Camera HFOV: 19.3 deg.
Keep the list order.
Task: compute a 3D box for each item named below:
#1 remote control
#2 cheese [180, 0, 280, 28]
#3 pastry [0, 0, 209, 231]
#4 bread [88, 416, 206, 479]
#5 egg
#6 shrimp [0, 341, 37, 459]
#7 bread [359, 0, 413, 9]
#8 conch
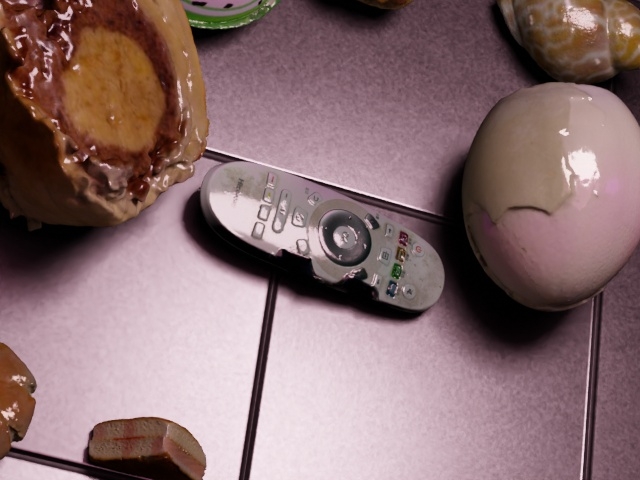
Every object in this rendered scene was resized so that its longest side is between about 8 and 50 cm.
[{"bbox_3d":[0.001,0.000,1.768,0.256,0.045,0.097,24,62,-14],"label":"remote control"},{"bbox_3d":[-0.094,-0.322,1.849,0.204,0.083,0.320,43,60,1],"label":"cheese"},{"bbox_3d":[-0.227,-0.136,1.663,0.237,0.170,0.256,-35,103,-56],"label":"pastry"},{"bbox_3d":[-0.141,0.178,1.621,0.109,0.062,0.043,16,61,-18],"label":"bread"},{"bbox_3d":[0.226,-0.036,1.794,0.183,0.183,0.217,8,70,-19],"label":"egg"},{"bbox_3d":[-0.354,0.164,1.543,0.145,0.061,0.267,43,62,11],"label":"shrimp"},{"bbox_3d":[0.068,-0.330,1.922,0.128,0.088,0.232,34,52,-15],"label":"bread"},{"bbox_3d":[0.261,-0.224,1.941,0.116,0.106,0.173,-9,55,-44],"label":"conch"}]
